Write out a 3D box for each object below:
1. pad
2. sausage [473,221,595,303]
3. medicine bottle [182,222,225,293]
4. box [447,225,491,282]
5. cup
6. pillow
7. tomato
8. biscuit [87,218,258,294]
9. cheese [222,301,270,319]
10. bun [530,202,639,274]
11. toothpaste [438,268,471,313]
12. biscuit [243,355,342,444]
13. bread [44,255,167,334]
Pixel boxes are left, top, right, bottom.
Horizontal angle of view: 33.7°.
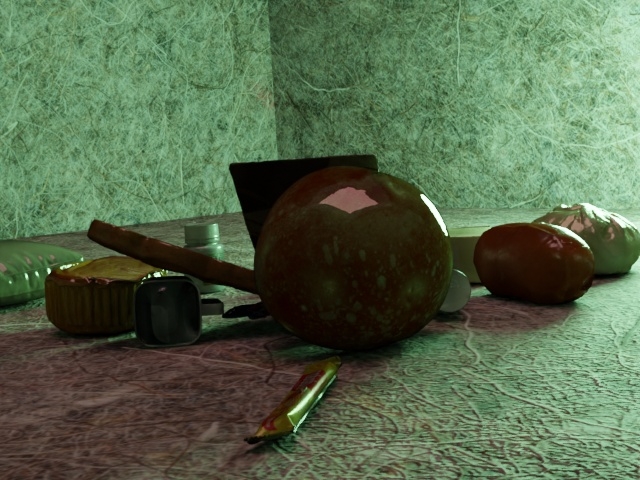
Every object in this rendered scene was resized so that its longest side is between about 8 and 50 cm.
[{"bbox_3d":[0.000,0.000,1.603,0.220,0.330,0.004,-3,45,12],"label":"pad"},{"bbox_3d":[0.344,0.032,1.726,0.133,0.133,0.258,-6,6,-24],"label":"sausage"},{"bbox_3d":[-0.225,0.033,2.037,0.080,0.130,0.080,-3,6,0],"label":"medicine bottle"},{"bbox_3d":[0.215,0.029,1.993,0.212,0.095,0.168,-3,4,13],"label":"box"},{"bbox_3d":[-0.207,0.098,1.547,0.128,0.095,0.129,-4,4,-7],"label":"cup"},{"bbox_3d":[-0.644,0.062,2.058,0.322,0.119,0.255,4,11,40],"label":"pillow"},{"bbox_3d":[0.046,0.010,1.420,0.270,0.222,0.270,11,30,-6],"label":"tomato"},{"bbox_3d":[-0.201,0.032,1.567,0.295,0.044,0.186,18,-6,-13],"label":"biscuit"},{"bbox_3d":[-0.024,0.101,1.576,0.244,0.062,0.155,-2,8,16],"label":"cheese"},{"bbox_3d":[0.489,-0.004,1.991,0.231,0.133,0.231,-5,4,0],"label":"bun"},{"bbox_3d":[0.174,0.079,1.705,0.114,0.073,0.299,-5,-2,-6],"label":"toothpaste"},{"bbox_3d":[-0.021,0.165,1.099,0.048,0.026,0.292,-22,2,11],"label":"biscuit"},{"bbox_3d":[-0.339,0.090,1.682,0.199,0.104,0.199,0,9,0],"label":"bread"}]
